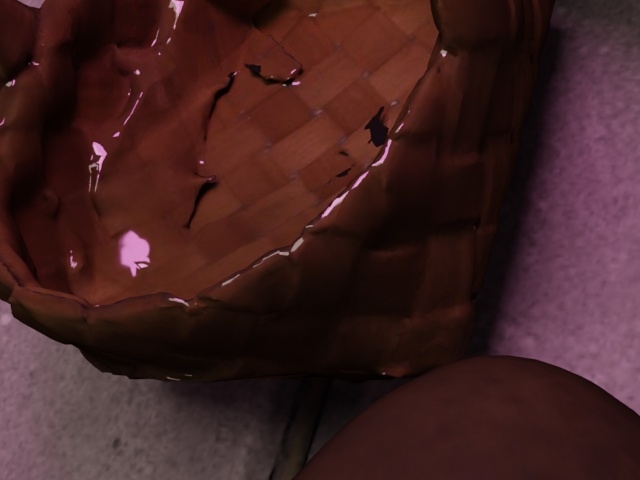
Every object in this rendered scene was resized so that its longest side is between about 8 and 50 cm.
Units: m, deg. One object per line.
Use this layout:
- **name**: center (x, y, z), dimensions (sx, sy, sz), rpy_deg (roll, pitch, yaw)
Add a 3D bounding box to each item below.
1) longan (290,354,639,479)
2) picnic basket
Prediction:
- **longan**: center (0.063, 0.154, 0.566), dimensions (0.220, 0.196, 0.196), rpy_deg (-46, 50, -14)
- **picnic basket**: center (-0.058, -0.116, 0.682), dimensions (0.293, 0.337, 0.337), rpy_deg (-2, 59, 30)
